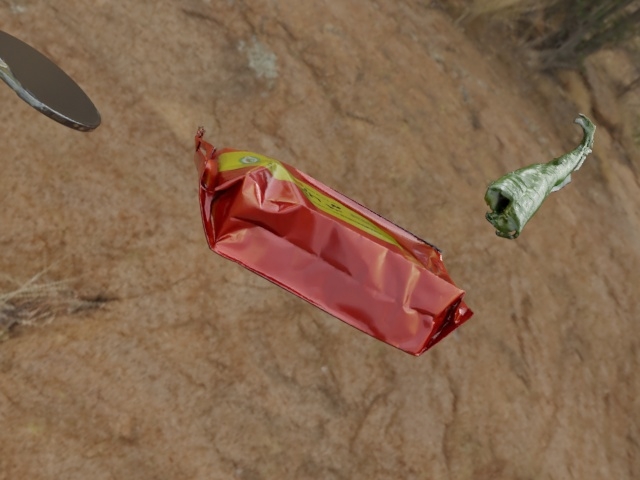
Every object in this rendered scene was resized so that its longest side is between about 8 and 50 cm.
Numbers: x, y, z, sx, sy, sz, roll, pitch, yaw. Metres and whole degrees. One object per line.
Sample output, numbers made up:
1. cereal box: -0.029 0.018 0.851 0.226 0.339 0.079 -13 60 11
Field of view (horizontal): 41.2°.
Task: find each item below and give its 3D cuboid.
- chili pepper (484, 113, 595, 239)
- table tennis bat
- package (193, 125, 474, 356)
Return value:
1. chili pepper: 0.339 -0.101 1.304 0.359 0.076 0.085 -35 98 -48
2. table tennis bat: -0.208 -0.117 0.580 0.095 0.014 0.158 52 13 21
3. package: 0.001 0.000 1.134 0.423 0.123 0.196 29 12 -13
